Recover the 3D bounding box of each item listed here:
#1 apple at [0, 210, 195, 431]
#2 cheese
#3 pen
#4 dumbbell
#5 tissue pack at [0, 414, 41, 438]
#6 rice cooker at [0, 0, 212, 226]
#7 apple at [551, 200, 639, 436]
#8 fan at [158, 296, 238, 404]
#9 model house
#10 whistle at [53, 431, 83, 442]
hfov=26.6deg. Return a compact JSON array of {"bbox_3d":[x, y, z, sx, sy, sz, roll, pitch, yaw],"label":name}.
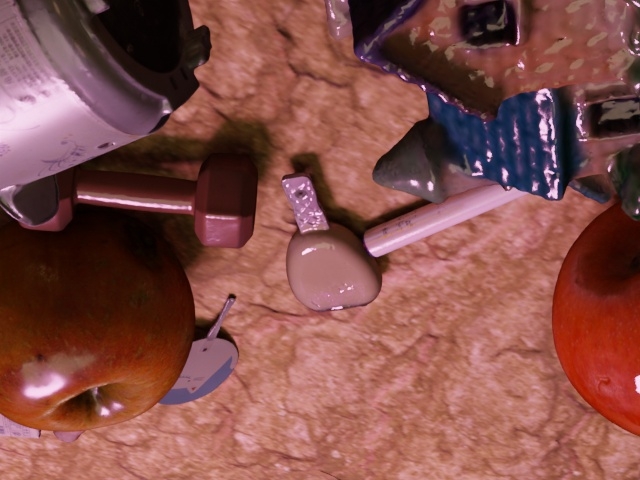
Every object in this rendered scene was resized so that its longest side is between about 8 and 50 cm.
[{"bbox_3d":[-0.247,0.074,1.357,0.236,0.208,0.237,-11,152,-6],"label":"apple"},{"bbox_3d":[0.000,0.000,1.356,0.097,0.037,0.192,-8,138,12],"label":"cheese"},{"bbox_3d":[0.156,-0.042,1.302,0.269,0.033,0.033,-24,132,27],"label":"pen"},{"bbox_3d":[-0.175,-0.046,1.281,0.230,0.092,0.082,5,109,-2],"label":"dumbbell"},{"bbox_3d":[-0.361,0.196,1.602,0.062,0.042,0.083,6,139,0],"label":"tissue pack"},{"bbox_3d":[-0.258,-0.158,1.025,0.316,0.264,0.317,4,115,9],"label":"rice cooker"},{"bbox_3d":[0.343,0.058,1.245,0.271,0.252,0.206,-23,116,43],"label":"apple"},{"bbox_3d":[-0.132,0.125,1.504,0.113,0.005,0.175,1,132,-37],"label":"fan"},{"bbox_3d":[0.148,-0.147,1.020,0.280,0.245,0.312,-9,131,3],"label":"model house"},{"bbox_3d":[-0.253,0.173,1.559,0.107,0.057,0.220,22,138,-24],"label":"whistle"}]
